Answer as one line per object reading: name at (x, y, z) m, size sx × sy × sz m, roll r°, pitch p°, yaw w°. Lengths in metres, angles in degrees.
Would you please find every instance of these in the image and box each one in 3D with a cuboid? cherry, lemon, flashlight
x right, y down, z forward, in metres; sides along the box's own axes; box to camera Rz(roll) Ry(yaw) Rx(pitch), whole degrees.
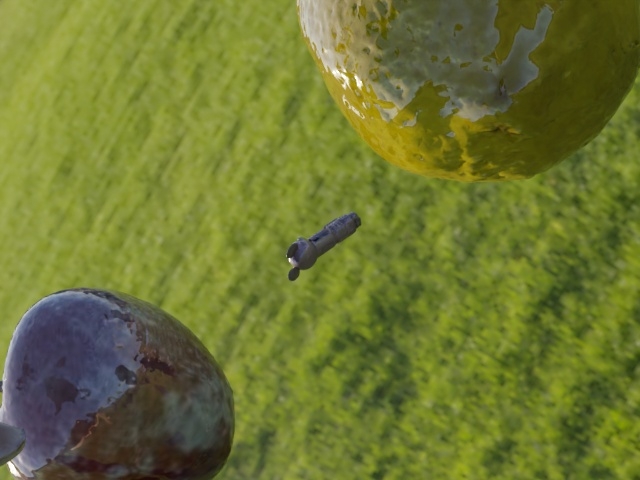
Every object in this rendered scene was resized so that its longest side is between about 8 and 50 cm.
cherry at (-0.224, 0.161, 1.448) m, size 0.236 × 0.285 × 0.213 m, roll 86°, pitch -168°, yaw -57°
lemon at (0.087, -0.142, 0.841) m, size 0.204 × 0.204 × 0.260 m, roll -47°, pitch 32°, yaw 28°
flashlight at (0.000, 0.000, 1.588) m, size 0.031 × 0.052 × 0.110 m, roll 31°, pitch 51°, yaw 34°

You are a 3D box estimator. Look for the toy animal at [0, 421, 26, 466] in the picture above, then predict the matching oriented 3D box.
toy animal at (-0.392, 0.156, 1.042) m, size 0.256 × 0.213 × 0.195 m, roll -25°, pitch -11°, yaw -46°
